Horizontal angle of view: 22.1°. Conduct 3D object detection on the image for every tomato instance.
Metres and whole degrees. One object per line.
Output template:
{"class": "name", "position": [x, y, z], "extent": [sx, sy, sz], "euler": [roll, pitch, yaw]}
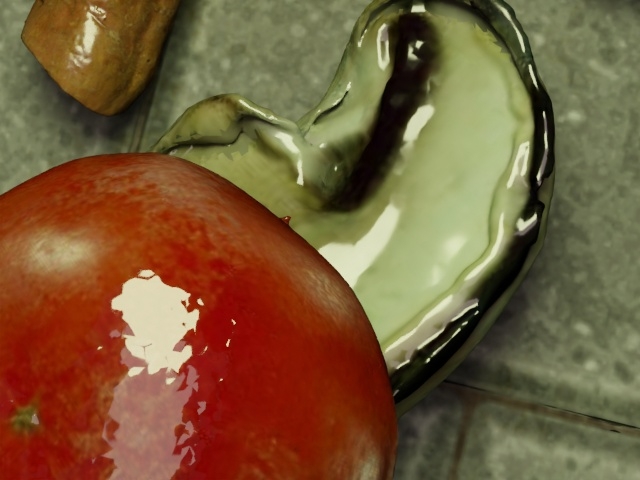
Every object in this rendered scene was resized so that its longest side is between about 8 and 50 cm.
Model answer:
{"class": "tomato", "position": [-0.131, 0.099, 0.858], "extent": [0.338, 0.143, 0.338], "euler": [-5, 74, 17]}

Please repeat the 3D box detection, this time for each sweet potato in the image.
{"class": "sweet potato", "position": [-0.124, -0.199, 1.043], "extent": [0.097, 0.097, 0.252], "euler": [14, 79, 3]}

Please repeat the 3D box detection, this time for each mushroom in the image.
{"class": "mushroom", "position": [0.001, 0.000, 1.000], "extent": [0.247, 0.130, 0.344], "euler": [33, 82, 26]}
